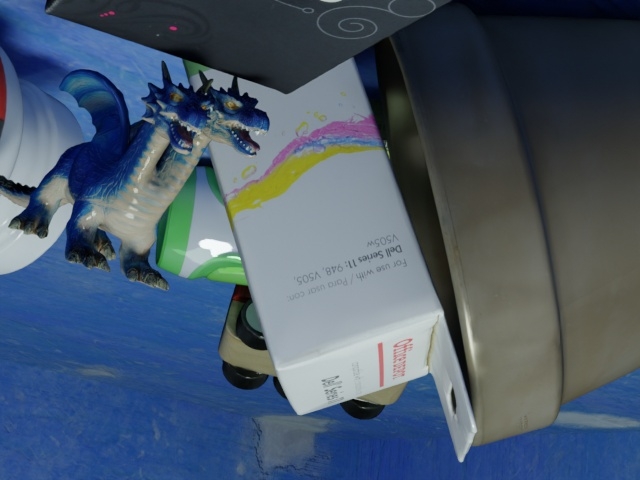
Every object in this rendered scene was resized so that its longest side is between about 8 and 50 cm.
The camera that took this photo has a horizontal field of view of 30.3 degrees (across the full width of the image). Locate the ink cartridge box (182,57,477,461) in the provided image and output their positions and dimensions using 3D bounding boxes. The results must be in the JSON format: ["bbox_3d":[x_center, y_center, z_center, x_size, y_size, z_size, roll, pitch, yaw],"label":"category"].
[{"bbox_3d":[0.000,0.000,0.864,0.119,0.353,0.207,-18,162,-2],"label":"ink cartridge box"}]

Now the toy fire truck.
[{"bbox_3d":[0.003,0.073,1.405,0.217,0.246,0.158,15,141,-5],"label":"toy fire truck"}]

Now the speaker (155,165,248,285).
[{"bbox_3d":[-0.023,-0.002,1.282,0.296,0.131,0.131,9,163,-13],"label":"speaker"}]

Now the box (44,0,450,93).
[{"bbox_3d":[-0.010,-0.197,0.605,0.165,0.143,0.270,15,161,-29],"label":"box"}]

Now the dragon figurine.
[{"bbox_3d":[-0.137,-0.059,0.784,0.085,0.144,0.289,21,-179,-35],"label":"dragon figurine"}]

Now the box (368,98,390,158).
[{"bbox_3d":[0.038,-0.028,1.125,0.087,0.058,0.232,6,134,-5],"label":"box"}]

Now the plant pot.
[{"bbox_3d":[0.207,-0.035,0.869,0.280,0.323,0.323,-12,162,1],"label":"plant pot"}]

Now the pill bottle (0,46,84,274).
[{"bbox_3d":[-0.363,-0.103,0.905,0.210,0.210,0.363,-5,161,30],"label":"pill bottle"}]
